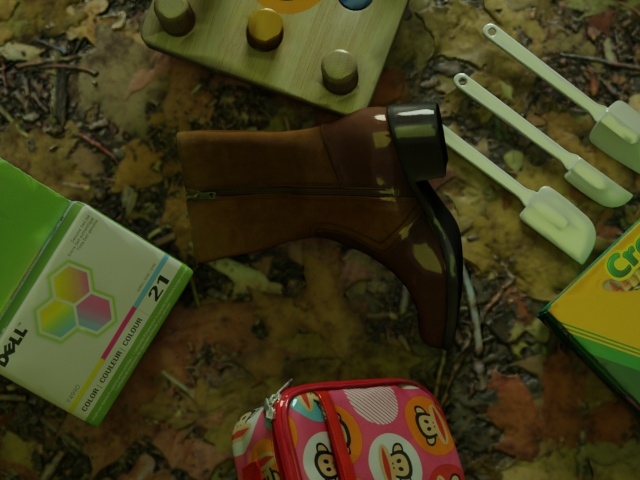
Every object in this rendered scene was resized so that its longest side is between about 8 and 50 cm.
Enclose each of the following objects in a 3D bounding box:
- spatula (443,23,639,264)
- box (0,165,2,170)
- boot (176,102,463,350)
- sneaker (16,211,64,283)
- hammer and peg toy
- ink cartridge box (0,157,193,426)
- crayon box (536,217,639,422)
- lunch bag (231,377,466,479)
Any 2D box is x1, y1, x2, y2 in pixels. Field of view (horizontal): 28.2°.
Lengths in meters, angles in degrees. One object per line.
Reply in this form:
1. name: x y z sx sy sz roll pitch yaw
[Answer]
1. spatula: 0.234 -0.112 1.360 0.242 0.019 0.168 39 91 8
2. box: -0.570 -0.135 1.300 0.395 0.097 0.318 -21 82 -21
3. boot: 0.000 0.000 1.312 0.280 0.096 0.264 -8 110 12
4. sneaker: -0.318 0.040 1.346 0.089 0.051 0.170 8 80 7
5. hammer and peg toy: -0.005 -0.329 1.341 0.266 0.127 0.361 21 84 5
6. ink cartridge box: -0.290 0.040 1.275 0.255 0.097 0.189 33 84 -20
7. crayon box: 0.379 0.040 1.299 0.278 0.081 0.165 -43 83 -3
8. lunch bag: 0.027 0.277 1.184 0.258 0.120 0.293 3 63 -41
